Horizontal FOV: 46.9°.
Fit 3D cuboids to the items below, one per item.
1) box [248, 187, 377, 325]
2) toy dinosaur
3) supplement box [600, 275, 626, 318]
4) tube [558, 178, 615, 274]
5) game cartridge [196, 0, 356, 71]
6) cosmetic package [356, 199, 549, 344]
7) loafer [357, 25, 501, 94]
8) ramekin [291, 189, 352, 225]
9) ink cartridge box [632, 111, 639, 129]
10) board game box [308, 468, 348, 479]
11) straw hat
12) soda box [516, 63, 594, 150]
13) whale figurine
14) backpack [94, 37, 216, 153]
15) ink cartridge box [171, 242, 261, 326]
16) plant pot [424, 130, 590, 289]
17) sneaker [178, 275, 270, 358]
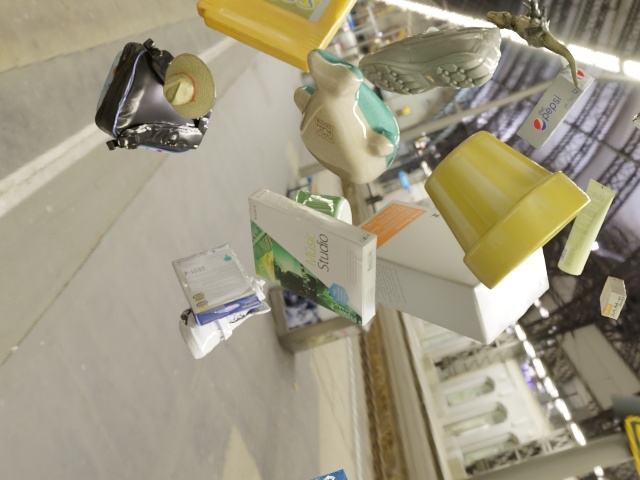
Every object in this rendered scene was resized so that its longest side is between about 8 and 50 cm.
[{"bbox_3d":[-0.021,0.035,1.669,0.058,0.322,0.232,-39,140,-38],"label":"box"},{"bbox_3d":[0.400,-0.395,1.370,0.268,0.064,0.118,57,-3,42],"label":"toy dinosaur"},{"bbox_3d":[0.676,0.131,1.708,0.098,0.036,0.062,-49,154,-63],"label":"supplement box"},{"bbox_3d":[0.677,-0.030,1.879,0.062,0.070,0.240,-27,135,-60],"label":"tube"},{"bbox_3d":[-0.072,-0.546,1.600,0.323,0.286,0.052,-60,171,-22],"label":"game cartridge"},{"bbox_3d":[0.270,0.056,1.731,0.453,0.230,0.161,18,-44,49],"label":"cosmetic package"},{"bbox_3d":[0.209,-0.354,1.436,0.112,0.320,0.111,41,68,-41],"label":"loafer"},{"bbox_3d":[0.000,0.000,2.242,0.303,0.148,0.303,4,90,-77],"label":"ramekin"},{"bbox_3d":[0.940,-0.292,1.839,0.224,0.045,0.223,38,-33,-2],"label":"ink cartridge box"},{"bbox_3d":[-0.032,0.688,1.930,0.047,0.210,0.160,-118,-159,-43],"label":"board game box"},{"bbox_3d":[-0.292,-0.313,1.531,0.061,0.145,0.144,-31,103,-51],"label":"straw hat"},{"bbox_3d":[0.743,-0.424,2.350,0.098,0.091,0.286,39,-35,12],"label":"soda box"},{"bbox_3d":[0.053,-0.220,1.247,0.216,0.141,0.272,35,-22,27],"label":"whale figurine"},{"bbox_3d":[-0.406,-0.340,1.838,0.263,0.276,0.213,18,12,-44],"label":"backpack"},{"bbox_3d":[-0.299,0.137,2.128,0.311,0.186,0.065,-128,-156,-50],"label":"ink cartridge box"},{"bbox_3d":[0.339,-0.073,1.421,0.239,0.254,0.254,49,1,13],"label":"plant pot"},{"bbox_3d":[-0.276,0.208,2.170,0.137,0.210,0.366,62,12,-12],"label":"sneaker"}]
